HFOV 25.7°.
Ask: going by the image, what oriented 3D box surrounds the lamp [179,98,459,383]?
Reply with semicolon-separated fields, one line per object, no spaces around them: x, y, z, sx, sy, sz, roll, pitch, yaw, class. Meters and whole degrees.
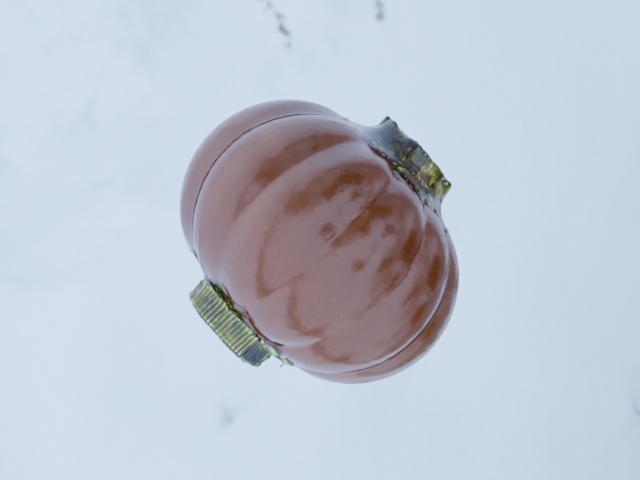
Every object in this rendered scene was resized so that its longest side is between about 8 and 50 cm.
0.000;0.000;1.006;0.196;0.223;0.223;-42;133;0;lamp
